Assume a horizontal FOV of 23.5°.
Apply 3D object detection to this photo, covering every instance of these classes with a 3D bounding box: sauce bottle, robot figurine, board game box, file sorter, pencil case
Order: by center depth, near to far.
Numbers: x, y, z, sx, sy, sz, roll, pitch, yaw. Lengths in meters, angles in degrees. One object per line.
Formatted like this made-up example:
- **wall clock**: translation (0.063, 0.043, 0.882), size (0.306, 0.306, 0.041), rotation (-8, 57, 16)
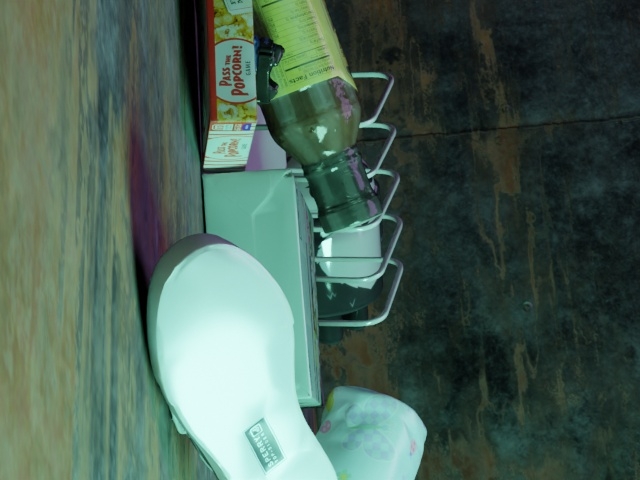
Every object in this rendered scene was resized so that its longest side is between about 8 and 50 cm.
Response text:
- **board game box**: translation (-0.090, -0.178, 1.455), size (0.147, 0.045, 0.193), rotation (114, -26, -72)
- **board game box**: translation (-0.054, 0.063, 1.608), size (0.303, 0.098, 0.224), rotation (66, 20, -81)
- **pencil case**: translation (0.016, 0.286, 1.615), size (0.273, 0.124, 0.113), rotation (-68, 149, -28)
- **sauce bottle**: translation (-0.023, -0.177, 1.675), size (0.111, 0.111, 0.344), rotation (-76, 147, -83)
- **file sorter**: translation (0.002, -0.051, 1.878), size (0.193, 0.173, 0.277), rotation (-64, 153, -61)
- **robot figurine**: translation (0.001, 0.001, 2.135), size (0.209, 0.174, 0.278), rotation (-88, 174, -70)

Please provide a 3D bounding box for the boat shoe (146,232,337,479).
- **boat shoe**: translation (-0.070, 0.103, 1.151), size (0.102, 0.108, 0.301), rotation (40, -21, 46)

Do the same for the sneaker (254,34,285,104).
- **sneaker**: translation (-0.080, -0.211, 1.588), size (0.058, 0.085, 0.152), rotation (-86, 171, -75)
